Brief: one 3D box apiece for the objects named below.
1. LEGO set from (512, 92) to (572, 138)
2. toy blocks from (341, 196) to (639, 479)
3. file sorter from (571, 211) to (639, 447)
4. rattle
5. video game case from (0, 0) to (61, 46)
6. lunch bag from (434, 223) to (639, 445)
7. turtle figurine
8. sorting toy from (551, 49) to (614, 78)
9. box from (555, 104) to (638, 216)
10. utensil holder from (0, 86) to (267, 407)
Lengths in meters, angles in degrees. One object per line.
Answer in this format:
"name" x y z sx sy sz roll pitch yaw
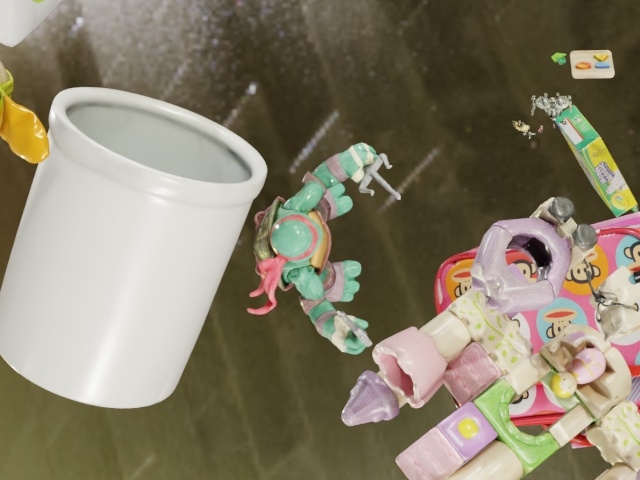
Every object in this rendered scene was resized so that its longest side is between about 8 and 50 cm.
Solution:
"LEGO set" 0.260 -0.150 1.506 0.054 0.083 0.023 26 146 21
"toy blocks" 0.157 0.181 1.175 0.288 0.260 0.309 52 158 11
"file sorter" 0.402 0.115 1.749 0.202 0.182 0.291 -16 84 23
"rattle" -0.410 -0.144 1.406 0.130 0.199 0.143 -35 60 21
"video game case" -0.209 -0.223 0.463 0.244 0.269 0.061 107 -171 -48
"lunch bag" 0.294 0.120 1.577 0.293 0.120 0.258 -10 91 30
"turtle figurine" 0.000 0.000 1.118 0.234 0.118 0.175 -2 -78 -88
"sorting toy" 0.361 -0.245 1.805 0.062 0.083 0.012 -82 -11 -49
"box" 0.427 -0.114 2.013 0.043 0.179 0.105 -34 36 9
"utensil holder" -0.298 0.009 1.973 0.327 0.327 0.385 47 121 47
